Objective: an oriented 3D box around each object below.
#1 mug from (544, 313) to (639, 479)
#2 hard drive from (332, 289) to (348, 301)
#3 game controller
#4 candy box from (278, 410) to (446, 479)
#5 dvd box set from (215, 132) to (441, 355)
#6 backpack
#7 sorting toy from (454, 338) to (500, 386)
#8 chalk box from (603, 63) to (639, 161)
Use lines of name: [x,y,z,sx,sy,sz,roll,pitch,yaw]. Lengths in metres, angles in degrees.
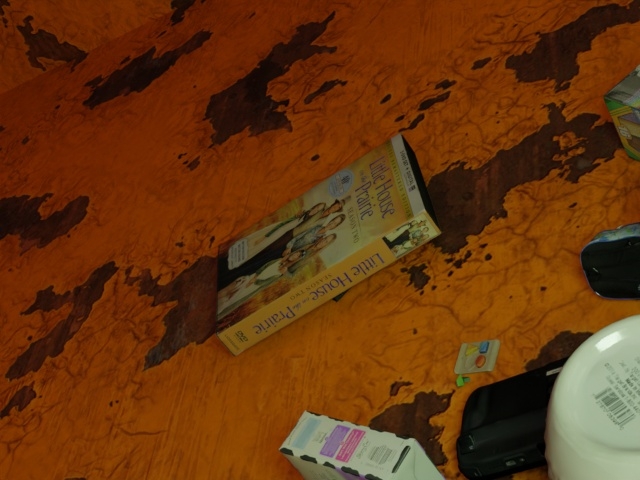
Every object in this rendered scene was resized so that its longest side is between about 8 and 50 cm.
mug: [0.371,0.264,0.974,0.276,0.328,0.374,-28,34,13]
hard drive: [0.046,0.042,1.822,0.135,0.022,0.094,-45,34,-14]
game controller: [0.319,0.210,1.325,0.319,0.067,0.166,-23,18,27]
candy box: [0.068,0.310,1.341,0.196,0.165,0.070,5,51,45]
dvd box set: [0.000,0.000,1.839,0.420,0.062,0.308,-31,28,14]
backpack: [0.425,0.028,1.428,0.114,0.105,0.084,-8,20,38]
sorting toy: [0.223,0.178,1.503,0.062,0.012,0.083,-9,42,35]
chalk box: [0.554,-0.180,1.541,0.132,0.132,0.213,-40,34,-8]
